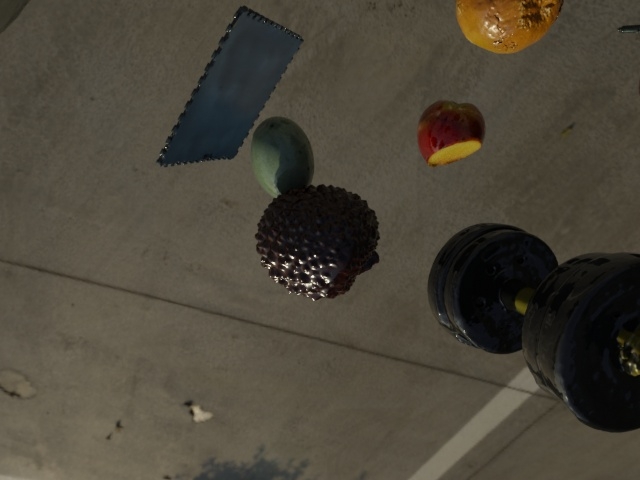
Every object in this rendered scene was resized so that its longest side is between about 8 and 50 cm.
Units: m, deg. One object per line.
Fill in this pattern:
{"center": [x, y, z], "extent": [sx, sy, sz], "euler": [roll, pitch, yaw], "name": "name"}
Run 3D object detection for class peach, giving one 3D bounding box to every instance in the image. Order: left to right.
{"center": [0.355, -0.289, 1.474], "extent": [0.190, 0.190, 0.192], "euler": [1, 112, 0], "name": "peach"}

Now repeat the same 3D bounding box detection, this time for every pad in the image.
{"center": [-0.137, -0.235, 0.874], "extent": [0.012, 0.270, 0.269], "euler": [37, 107, 6], "name": "pad"}

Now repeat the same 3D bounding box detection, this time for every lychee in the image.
{"center": [0.000, 0.000, 1.388], "extent": [0.330, 0.306, 0.306], "euler": [26, 127, -6], "name": "lychee"}

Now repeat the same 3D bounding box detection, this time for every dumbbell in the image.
{"center": [0.274, 0.084, 0.652], "extent": [0.185, 0.388, 0.185], "euler": [-3, 100, -15], "name": "dumbbell"}

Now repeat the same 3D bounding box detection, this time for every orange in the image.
{"center": [0.386, -0.499, 1.099], "extent": [0.219, 0.193, 0.219], "euler": [-8, 106, -30], "name": "orange"}

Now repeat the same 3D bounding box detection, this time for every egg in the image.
{"center": [-0.102, -0.217, 1.448], "extent": [0.169, 0.169, 0.236], "euler": [-5, 116, 6], "name": "egg"}

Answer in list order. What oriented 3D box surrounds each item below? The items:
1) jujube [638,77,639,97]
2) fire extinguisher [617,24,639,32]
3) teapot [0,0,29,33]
{"center": [0.882, -0.299, 1.266], "extent": [0.217, 0.341, 0.216], "euler": [0, 167, 0], "name": "jujube"}
{"center": [0.980, -0.668, 1.694], "extent": [0.083, 0.038, 0.025], "euler": [16, 141, 40], "name": "fire extinguisher"}
{"center": [-0.395, -0.294, 0.343], "extent": [0.362, 0.376, 0.306], "euler": [32, 155, -18], "name": "teapot"}
